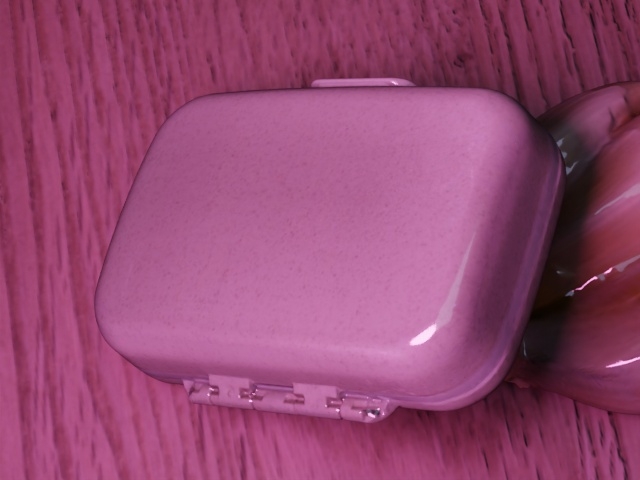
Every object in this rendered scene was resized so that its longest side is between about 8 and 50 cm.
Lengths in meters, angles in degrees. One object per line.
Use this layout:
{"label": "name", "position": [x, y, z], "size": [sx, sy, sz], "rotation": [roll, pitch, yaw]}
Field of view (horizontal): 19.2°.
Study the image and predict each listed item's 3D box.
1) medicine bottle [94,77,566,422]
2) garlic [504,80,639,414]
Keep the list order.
{"label": "medicine bottle", "position": [0.000, 0.000, 1.494], "size": [0.375, 0.123, 0.282], "rotation": [2, 62, 38]}
{"label": "garlic", "position": [0.251, 0.006, 1.555], "size": [0.325, 0.132, 0.279], "rotation": [-30, 75, -5]}
